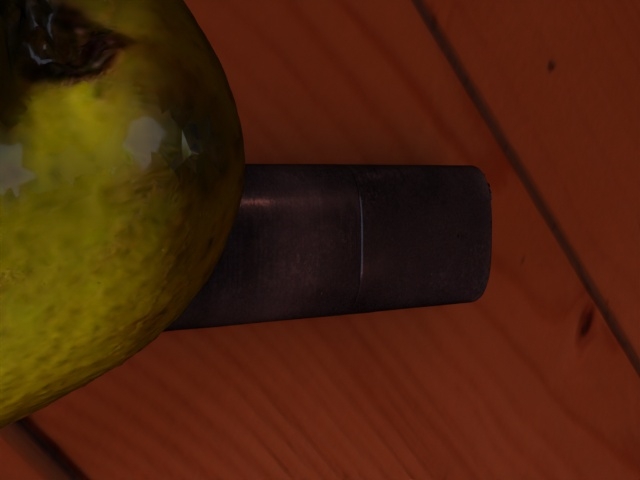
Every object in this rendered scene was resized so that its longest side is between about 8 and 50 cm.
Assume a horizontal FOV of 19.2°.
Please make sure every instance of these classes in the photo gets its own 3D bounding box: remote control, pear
[{"bbox_3d":[0.000,0.000,1.307,0.377,0.044,0.107,-3,98,-52],"label":"remote control"},{"bbox_3d":[-0.169,-0.058,0.875,0.238,0.318,0.342,-23,111,-45],"label":"pear"}]
